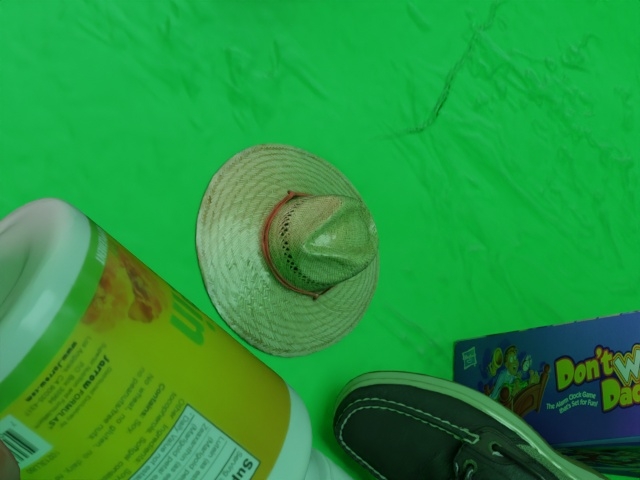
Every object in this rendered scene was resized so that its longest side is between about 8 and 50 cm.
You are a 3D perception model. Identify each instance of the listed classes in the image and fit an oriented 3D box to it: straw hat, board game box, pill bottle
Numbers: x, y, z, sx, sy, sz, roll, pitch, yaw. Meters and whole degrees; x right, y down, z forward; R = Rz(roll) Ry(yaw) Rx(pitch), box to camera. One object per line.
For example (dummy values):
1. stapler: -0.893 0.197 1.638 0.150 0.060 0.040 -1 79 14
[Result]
1. straw hat: 0.000 0.000 1.100 0.144 0.061 0.144 9 76 -38
2. board game box: 0.293 0.115 1.205 0.347 0.233 0.078 12 74 -37
3. pill bottle: -0.092 0.102 0.954 0.245 0.136 0.136 42 58 -26

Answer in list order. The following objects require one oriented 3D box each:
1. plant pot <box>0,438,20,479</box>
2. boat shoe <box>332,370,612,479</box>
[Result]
1. plant pot: -0.298 0.130 0.719 0.275 0.275 0.243 39 69 -27
2. boat shoe: 0.107 0.155 1.092 0.223 0.080 0.073 29 29 -2
